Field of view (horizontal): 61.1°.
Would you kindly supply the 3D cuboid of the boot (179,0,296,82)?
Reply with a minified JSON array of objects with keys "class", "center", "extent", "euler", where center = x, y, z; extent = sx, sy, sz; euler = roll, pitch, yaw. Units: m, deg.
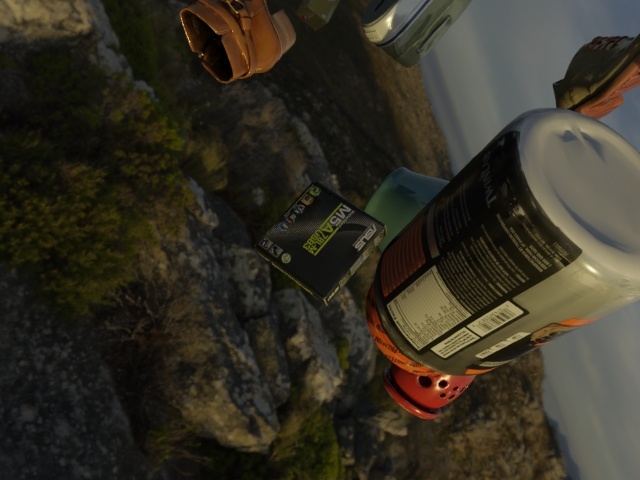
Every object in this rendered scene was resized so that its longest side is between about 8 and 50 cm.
[{"class":"boot","center":[-0.178,-0.404,0.912],"extent":[0.283,0.109,0.220],"euler":[57,40,-17]}]

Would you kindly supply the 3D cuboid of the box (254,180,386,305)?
[{"class":"box","center":[0.000,0.000,1.056],"extent":[0.184,0.191,0.045],"euler":[35,-16,25]}]

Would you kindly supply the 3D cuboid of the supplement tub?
[{"class":"supplement tub","center":[0.197,0.029,0.624],"extent":[0.207,0.338,0.207],"euler":[12,57,-19]}]

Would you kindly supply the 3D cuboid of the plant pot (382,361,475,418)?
[{"class":"plant pot","center":[0.254,0.318,1.313],"extent":[0.191,0.174,0.191],"euler":[33,11,-8]}]

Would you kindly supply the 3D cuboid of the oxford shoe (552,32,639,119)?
[{"class":"oxford shoe","center":[0.589,-0.361,1.111],"extent":[0.397,0.140,0.147],"euler":[115,-48,-74]}]

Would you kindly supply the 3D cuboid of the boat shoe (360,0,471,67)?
[{"class":"boat shoe","center":[0.182,-0.365,0.711],"extent":[0.094,0.302,0.109],"euler":[36,17,-35]}]

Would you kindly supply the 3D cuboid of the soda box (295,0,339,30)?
[{"class":"soda box","center":[0.019,-0.548,1.162],"extent":[0.058,0.061,0.181],"euler":[30,80,-28]}]

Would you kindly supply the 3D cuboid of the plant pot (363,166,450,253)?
[{"class":"plant pot","center":[0.246,-0.033,1.274],"extent":[0.255,0.272,0.271],"euler":[38,6,21]}]
